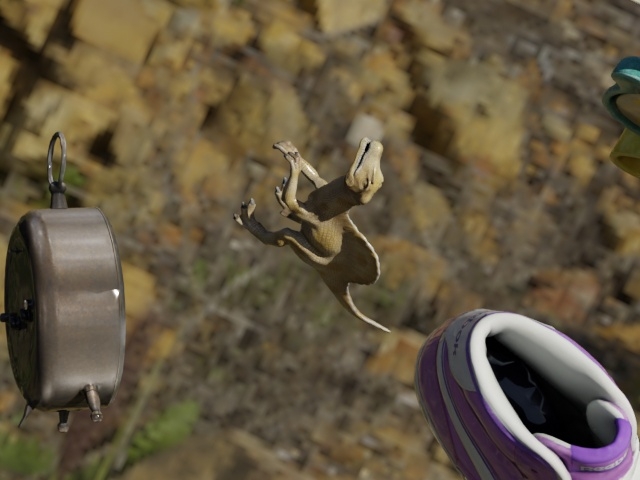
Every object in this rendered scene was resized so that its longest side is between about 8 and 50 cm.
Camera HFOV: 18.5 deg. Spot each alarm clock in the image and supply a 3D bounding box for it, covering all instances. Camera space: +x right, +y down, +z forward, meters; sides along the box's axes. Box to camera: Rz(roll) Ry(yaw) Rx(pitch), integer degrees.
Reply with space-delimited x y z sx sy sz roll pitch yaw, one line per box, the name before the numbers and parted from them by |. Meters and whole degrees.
alarm clock | -0.168 0.025 1.256 0.064 0.192 0.129 1 -10 -19

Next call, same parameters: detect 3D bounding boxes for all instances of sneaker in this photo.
sneaker | 0.157 0.159 1.103 0.282 0.102 0.161 50 -13 0

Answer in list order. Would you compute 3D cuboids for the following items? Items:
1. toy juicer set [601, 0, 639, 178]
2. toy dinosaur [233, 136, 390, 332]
toy juicer set | 0.315 -0.082 1.493 0.209 0.089 0.329 21 -10 17
toy dinosaur | 0.000 0.000 1.155 0.092 0.053 0.183 36 -28 22
